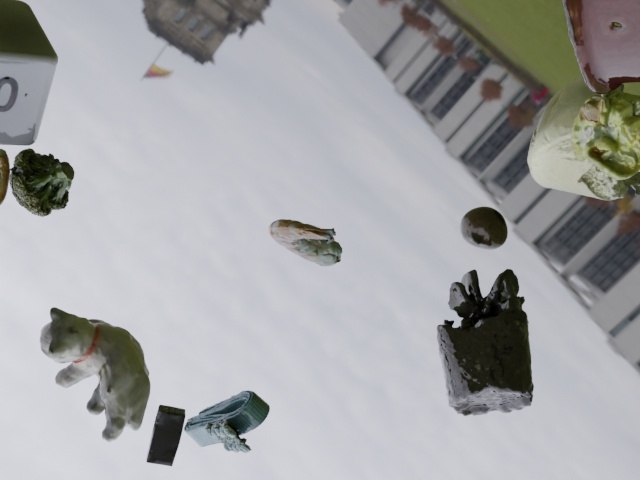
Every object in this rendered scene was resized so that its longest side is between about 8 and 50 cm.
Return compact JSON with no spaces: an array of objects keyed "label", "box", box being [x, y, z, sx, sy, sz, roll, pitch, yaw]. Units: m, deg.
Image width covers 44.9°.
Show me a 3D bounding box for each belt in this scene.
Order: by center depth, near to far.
[{"label":"belt","box":[-0.160,0.301,1.243,0.065,0.179,0.100,46,-136,-15]}]

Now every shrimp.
[{"label":"shrimp","box":[0.000,0.000,1.226,0.161,0.049,0.166,24,165,-30]}]

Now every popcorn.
[{"label":"popcorn","box":[0.454,-0.164,1.172,0.141,0.135,0.162,93,168,-70]}]

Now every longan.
[{"label":"longan","box":[0.366,-0.024,1.737,0.113,0.092,0.113,5,-135,-5]}]

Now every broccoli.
[{"label":"broccoli","box":[-0.511,-0.108,1.431,0.131,0.120,0.130,49,-150,-39]}]

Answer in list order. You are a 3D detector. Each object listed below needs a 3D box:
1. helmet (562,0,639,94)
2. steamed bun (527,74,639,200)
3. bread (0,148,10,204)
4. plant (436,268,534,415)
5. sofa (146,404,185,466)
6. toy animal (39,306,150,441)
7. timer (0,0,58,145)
[{"label":"helmet","box":[0.411,-0.335,0.820,0.230,0.338,0.385,9,170,35]},{"label":"steamed bun","box":[0.652,-0.276,1.884,0.273,0.272,0.290,5,-138,18]},{"label":"bread","box":[-0.449,-0.082,1.013,0.076,0.070,0.083,-11,-157,-38]},{"label":"plant","box":[0.330,0.207,1.577,0.199,0.188,0.276,61,-152,-58]},{"label":"sofa","box":[-0.324,0.410,1.629,0.060,0.118,0.039,14,-174,-11]},{"label":"toy animal","box":[-0.529,0.297,1.796,0.188,0.266,0.308,79,-172,-58]},{"label":"timer","box":[-0.595,-0.298,1.351,0.192,0.195,0.194,-4,-132,-40]}]
